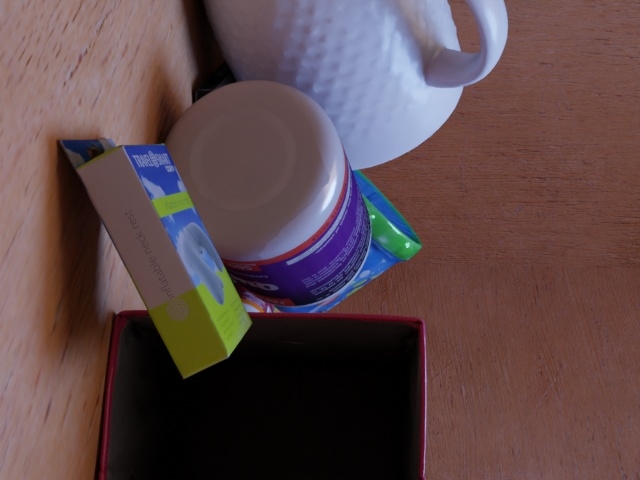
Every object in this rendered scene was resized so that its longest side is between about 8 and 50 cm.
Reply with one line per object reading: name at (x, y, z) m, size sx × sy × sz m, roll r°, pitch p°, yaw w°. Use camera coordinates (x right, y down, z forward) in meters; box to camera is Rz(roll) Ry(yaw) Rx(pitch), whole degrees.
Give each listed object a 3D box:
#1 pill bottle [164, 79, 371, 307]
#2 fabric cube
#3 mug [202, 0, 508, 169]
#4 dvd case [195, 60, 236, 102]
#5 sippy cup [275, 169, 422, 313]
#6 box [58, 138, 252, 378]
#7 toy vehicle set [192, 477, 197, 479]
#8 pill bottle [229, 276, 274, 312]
pill bottle at (-0.043, -0.030, 0.916) m, size 0.323 × 0.182 × 0.181 m, roll 58°, pitch 33°, yaw -70°
fabric cube at (-0.041, 0.214, 0.746) m, size 0.258 × 0.254 × 0.258 m, roll 87°, pitch 5°, yaw -72°
mug at (0.039, -0.275, 0.951) m, size 0.276 × 0.374 × 0.328 m, roll -55°, pitch 142°, yaw -21°
dvd case at (-0.124, -0.132, 1.081) m, size 0.238 × 0.030 × 0.179 m, roll -79°, pitch 170°, yaw -68°
sippy cup at (0.000, 0.000, 1.297) m, size 0.305 × 0.224 × 0.240 m, roll 32°, pitch 18°, yaw -50°
box at (-0.112, 0.000, 0.595) m, size 0.178 × 0.042 × 0.109 m, roll 64°, pitch 7°, yaw -5°
toy vehicle set at (-0.045, 0.259, 1.000) m, size 0.267 × 0.035 × 0.165 m, roll -43°, pitch 119°, yaw -43°
pill bottle at (-0.101, 0.077, 1.073) m, size 0.152 × 0.086 × 0.086 m, roll -84°, pitch 174°, yaw -60°
